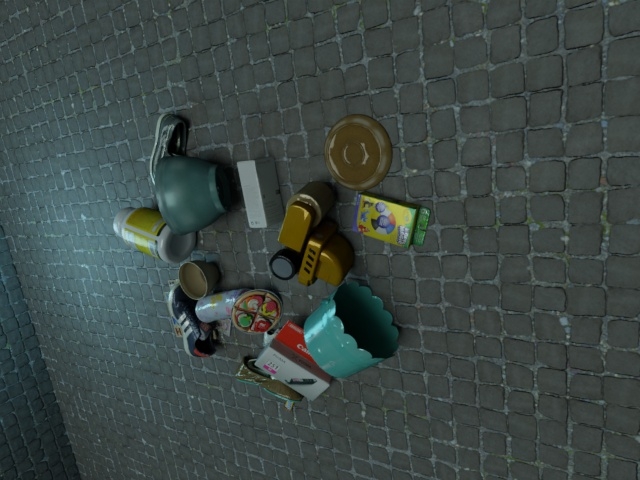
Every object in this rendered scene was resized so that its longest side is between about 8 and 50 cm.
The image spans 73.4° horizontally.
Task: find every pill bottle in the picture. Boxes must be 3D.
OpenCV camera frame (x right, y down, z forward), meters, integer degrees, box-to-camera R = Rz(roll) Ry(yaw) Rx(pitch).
[{"bbox_3d":[-0.705,-0.034,1.810,0.333,0.187,0.188,18,114,26],"label":"pill bottle"}]

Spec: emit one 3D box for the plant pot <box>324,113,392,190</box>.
[{"bbox_3d":[0.107,-0.268,1.331,0.236,0.032,0.237,10,110,28],"label":"plant pot"}]

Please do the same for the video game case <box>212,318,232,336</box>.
[{"bbox_3d":[-0.438,0.357,1.877,0.121,0.011,0.087,22,116,25],"label":"video game case"}]

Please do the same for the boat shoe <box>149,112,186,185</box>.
[{"bbox_3d":[-0.589,-0.332,1.689,0.098,0.116,0.320,22,110,29],"label":"boat shoe"}]

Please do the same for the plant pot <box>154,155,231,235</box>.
[{"bbox_3d":[-0.444,-0.177,1.573,0.196,0.293,0.294,-9,102,7],"label":"plant pot"}]

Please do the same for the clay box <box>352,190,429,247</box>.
[{"bbox_3d":[0.213,-0.062,1.319,0.221,0.053,0.128,19,115,27],"label":"clay box"}]

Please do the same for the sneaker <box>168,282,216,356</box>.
[{"bbox_3d":[-0.529,0.344,1.836,0.148,0.131,0.351,1,114,35],"label":"sneaker"}]

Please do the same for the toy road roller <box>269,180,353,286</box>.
[{"bbox_3d":[0.000,0.000,1.390,0.240,0.202,0.330,23,122,10],"label":"toy road roller"}]

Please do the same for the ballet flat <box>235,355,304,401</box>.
[{"bbox_3d":[-0.206,0.545,1.744,0.342,0.116,0.124,7,86,37],"label":"ballet flat"}]

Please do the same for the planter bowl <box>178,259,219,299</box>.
[{"bbox_3d":[-0.494,0.150,1.786,0.161,0.109,0.162,10,111,28],"label":"planter bowl"}]

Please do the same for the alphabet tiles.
[{"bbox_3d":[-0.598,0.339,1.962,0.284,0.011,0.343,-6,101,35],"label":"alphabet tiles"}]

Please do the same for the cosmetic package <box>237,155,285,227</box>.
[{"bbox_3d":[-0.205,-0.170,1.504,0.085,0.117,0.231,0,106,31],"label":"cosmetic package"}]

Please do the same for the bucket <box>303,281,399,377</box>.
[{"bbox_3d":[0.093,0.290,1.378,0.183,0.281,0.281,-41,82,32],"label":"bucket"}]

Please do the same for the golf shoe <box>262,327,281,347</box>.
[{"bbox_3d":[-0.154,0.389,1.683,0.176,0.069,0.086,3,101,29],"label":"golf shoe"}]

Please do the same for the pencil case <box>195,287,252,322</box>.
[{"bbox_3d":[-0.383,0.268,1.751,0.272,0.114,0.124,-15,137,34],"label":"pencil case"}]

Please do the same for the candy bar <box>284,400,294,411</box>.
[{"bbox_3d":[-0.116,0.643,1.767,0.040,0.018,0.162,30,118,21],"label":"candy bar"}]

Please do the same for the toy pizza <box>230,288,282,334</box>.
[{"bbox_3d":[-0.241,0.278,1.642,0.032,0.201,0.202,-123,29,-62],"label":"toy pizza"}]

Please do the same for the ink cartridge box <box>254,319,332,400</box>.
[{"bbox_3d":[-0.072,0.454,1.602,0.275,0.060,0.239,34,123,-6],"label":"ink cartridge box"}]
